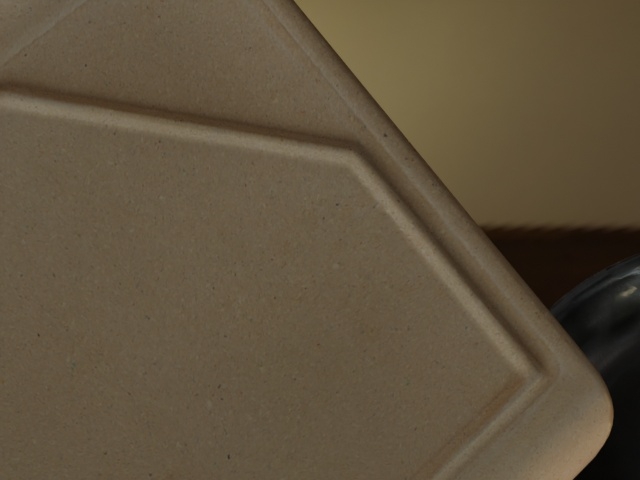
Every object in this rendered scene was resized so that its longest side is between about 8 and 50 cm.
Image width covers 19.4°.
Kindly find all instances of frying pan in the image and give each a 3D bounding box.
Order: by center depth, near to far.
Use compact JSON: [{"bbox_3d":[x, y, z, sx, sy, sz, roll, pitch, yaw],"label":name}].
[{"bbox_3d":[0.211,0.109,0.930,0.197,0.053,0.326,-46,-142,-7],"label":"frying pan"}]

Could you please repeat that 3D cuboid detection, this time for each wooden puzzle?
[{"bbox_3d":[-0.057,0.036,0.537,0.221,0.239,0.044,-41,-171,-20],"label":"wooden puzzle"}]
